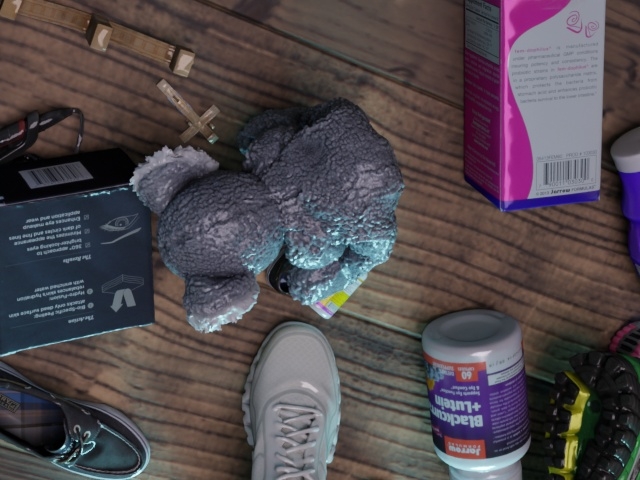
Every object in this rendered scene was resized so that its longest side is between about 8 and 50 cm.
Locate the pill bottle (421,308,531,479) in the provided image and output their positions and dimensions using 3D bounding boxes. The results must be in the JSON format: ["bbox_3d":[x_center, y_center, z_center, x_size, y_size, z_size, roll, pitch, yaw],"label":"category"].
[{"bbox_3d":[0.172,0.182,1.563,0.108,0.108,0.193,-13,111,-12],"label":"pill bottle"}]

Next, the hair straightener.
[{"bbox_3d":[-0.325,-0.059,1.380,0.230,0.047,0.089,-30,128,-11],"label":"hair straightener"}]

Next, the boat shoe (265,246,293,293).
[{"bbox_3d":[0.000,0.000,1.488,0.049,0.040,0.142,39,94,-24],"label":"boat shoe"}]

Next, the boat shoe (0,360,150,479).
[{"bbox_3d":[-0.269,0.188,1.452,0.228,0.076,0.080,35,96,-23],"label":"boat shoe"}]

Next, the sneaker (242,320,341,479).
[{"bbox_3d":[-0.030,0.227,1.480,0.110,0.118,0.292,8,81,-10],"label":"sneaker"}]

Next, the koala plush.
[{"bbox_3d":[-0.055,-0.027,1.332,0.221,0.203,0.196,-18,88,-25],"label":"koala plush"}]

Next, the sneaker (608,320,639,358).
[{"bbox_3d":[0.354,0.146,1.645,0.057,0.047,0.119,17,107,-36],"label":"sneaker"}]

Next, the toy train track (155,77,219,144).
[{"bbox_3d":[-0.130,-0.126,1.422,0.048,0.014,0.083,-43,113,0],"label":"toy train track"}]

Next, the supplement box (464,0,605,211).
[{"bbox_3d":[0.215,-0.154,1.461,0.111,0.114,0.220,-6,111,-13],"label":"supplement box"}]

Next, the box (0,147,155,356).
[{"bbox_3d":[-0.246,0.008,1.368,0.156,0.093,0.158,-11,118,-23],"label":"box"}]

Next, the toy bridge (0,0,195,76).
[{"bbox_3d":[-0.207,-0.195,1.349,0.188,0.063,0.026,17,103,-19],"label":"toy bridge"}]

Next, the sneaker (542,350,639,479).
[{"bbox_3d":[0.309,0.290,1.569,0.146,0.134,0.343,6,104,-44],"label":"sneaker"}]

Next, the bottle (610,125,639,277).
[{"bbox_3d":[0.400,0.006,1.579,0.118,0.092,0.283,-30,114,-4],"label":"bottle"}]

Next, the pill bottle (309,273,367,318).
[{"bbox_3d":[0.019,0.039,1.505,0.043,0.043,0.083,41,92,-24],"label":"pill bottle"}]
